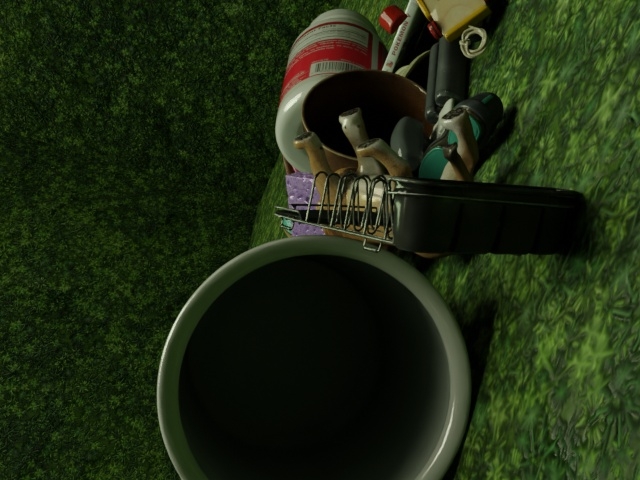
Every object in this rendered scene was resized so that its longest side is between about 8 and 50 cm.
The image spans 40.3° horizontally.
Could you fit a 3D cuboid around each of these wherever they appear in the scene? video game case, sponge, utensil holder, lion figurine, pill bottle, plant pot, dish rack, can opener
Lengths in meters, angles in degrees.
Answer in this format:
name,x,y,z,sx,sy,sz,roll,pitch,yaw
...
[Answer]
name,x,y,z,sx,sy,sz,roll,pitch,yaw
video game case,0.166,-0.385,1.652,0.201,0.023,0.183,-53,-14,-62
sponge,0.000,0.000,1.376,0.117,0.031,0.210,11,113,51
utensil holder,-0.028,0.156,1.082,0.385,0.328,0.327,-179,106,-82
lion figurine,0.100,-0.044,1.133,0.392,0.142,0.240,26,143,64
pill bottle,0.036,-0.327,1.853,0.407,0.229,0.229,-84,14,-51
plant pot,0.073,-0.125,1.437,0.230,0.216,0.215,93,-175,-50
dish rack,0.090,-0.032,0.875,0.272,0.208,0.074,14,100,56
can opener,0.165,-0.216,1.307,0.076,0.095,0.283,120,163,-52

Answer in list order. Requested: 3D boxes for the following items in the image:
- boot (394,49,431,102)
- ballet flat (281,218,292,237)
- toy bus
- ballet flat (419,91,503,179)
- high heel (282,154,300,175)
name,x,y,z,sx,sy,sz,roll,pitch,yaw
boot,0.139,-0.220,1.513,0.213,0.077,0.165,-66,9,-5
ballet flat,0.013,0.002,1.502,0.080,0.073,0.232,-58,37,9
toy bus,0.204,-0.357,1.300,0.104,0.191,0.202,22,-95,-56
ballet flat,0.188,-0.129,1.140,0.203,0.074,0.074,112,171,-65
high heel,-0.026,-0.022,1.809,0.127,0.181,0.377,119,165,-51
